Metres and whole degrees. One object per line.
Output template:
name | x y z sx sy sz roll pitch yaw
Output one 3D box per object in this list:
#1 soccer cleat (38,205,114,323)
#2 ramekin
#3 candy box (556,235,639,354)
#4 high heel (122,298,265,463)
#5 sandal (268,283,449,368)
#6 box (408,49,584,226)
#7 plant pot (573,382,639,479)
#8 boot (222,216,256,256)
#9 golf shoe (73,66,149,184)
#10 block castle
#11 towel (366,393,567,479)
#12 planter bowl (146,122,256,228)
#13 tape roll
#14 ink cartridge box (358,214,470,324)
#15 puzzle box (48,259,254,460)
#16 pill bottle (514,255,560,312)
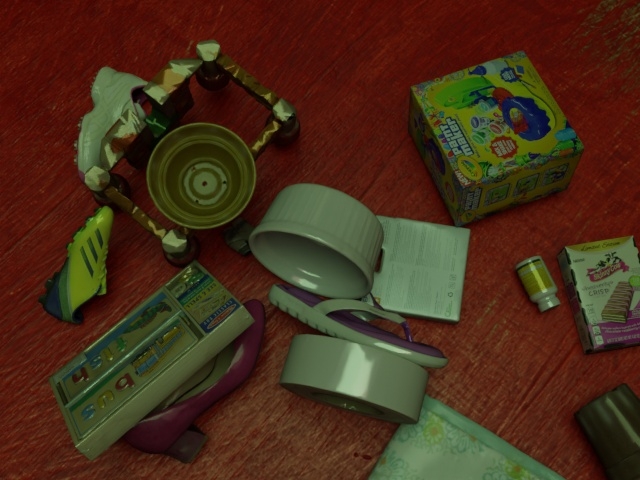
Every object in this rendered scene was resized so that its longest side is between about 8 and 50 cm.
soccer cleat | -0.501 0.054 1.571 0.121 0.093 0.289 30 108 -9
ramekin | 0.000 0.000 1.535 0.277 0.277 0.135 20 65 8
candy box | 0.629 0.118 1.581 0.159 0.071 0.233 -10 70 -2
high heel | -0.252 0.264 1.481 0.127 0.181 0.377 8 67 47
sandal | 0.070 0.150 1.480 0.416 0.169 0.102 20 93 26
box | 0.380 -0.228 1.631 0.279 0.177 0.290 -19 63 -5
plant pot | 0.607 0.388 1.450 0.167 0.167 0.165 -27 64 -8
boot | -0.162 -0.020 1.663 0.118 0.042 0.087 -31 65 -16
golf shoe | -0.491 -0.271 1.720 0.140 0.115 0.306 9 72 1
block castle | -0.285 -0.195 1.642 0.303 0.213 0.453 38 82 1
towel | 0.279 0.533 1.437 0.374 0.090 0.320 31 74 11
planter bowl | -0.239 -0.124 1.483 0.217 0.090 0.217 1 82 -4
tape roll | 0.067 0.276 1.428 0.286 0.286 0.100 14 71 6
ink cartridge box | 0.211 0.063 1.622 0.224 0.045 0.223 10 71 6
puzzle box | -0.355 0.228 1.489 0.409 0.052 0.272 -41 35 -12
pill bottle | 0.480 0.097 1.594 0.065 0.065 0.116 -20 71 -6
